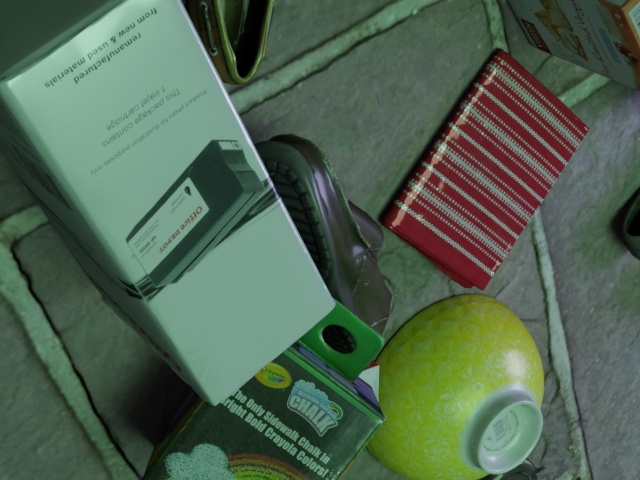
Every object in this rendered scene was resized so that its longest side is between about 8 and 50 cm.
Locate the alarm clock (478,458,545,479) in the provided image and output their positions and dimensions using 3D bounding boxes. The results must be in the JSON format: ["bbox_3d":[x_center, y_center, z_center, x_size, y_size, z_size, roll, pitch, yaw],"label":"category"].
[{"bbox_3d":[0.262,0.398,1.813,0.192,0.064,0.129,-41,131,-7],"label":"alarm clock"}]

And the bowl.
[{"bbox_3d":[0.215,0.234,1.627,0.289,0.156,0.289,-16,121,-29],"label":"bowl"}]

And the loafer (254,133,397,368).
[{"bbox_3d":[0.000,0.000,1.388,0.130,0.133,0.366,-55,147,-30],"label":"loafer"}]

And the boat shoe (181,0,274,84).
[{"bbox_3d":[-0.077,-0.308,1.166,0.110,0.104,0.307,-12,120,-31],"label":"boat shoe"}]

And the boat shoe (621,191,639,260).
[{"bbox_3d":[0.569,-0.109,1.732,0.335,0.112,0.095,-54,136,4],"label":"boat shoe"}]

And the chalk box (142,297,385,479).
[{"bbox_3d":[-0.047,0.199,1.361,0.180,0.179,0.289,38,91,-5],"label":"chalk box"}]

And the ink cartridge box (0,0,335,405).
[{"bbox_3d":[-0.183,-0.076,1.092,0.166,0.285,0.395,-38,130,-14],"label":"ink cartridge box"}]

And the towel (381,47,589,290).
[{"bbox_3d":[0.216,-0.086,1.533,0.199,0.031,0.275,34,90,-33],"label":"towel"}]

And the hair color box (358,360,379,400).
[{"bbox_3d":[-0.006,0.214,1.526,0.167,0.053,0.093,-17,122,-29],"label":"hair color box"}]

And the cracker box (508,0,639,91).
[{"bbox_3d":[0.317,-0.270,1.383,0.067,0.232,0.156,-46,131,-6],"label":"cracker box"}]
